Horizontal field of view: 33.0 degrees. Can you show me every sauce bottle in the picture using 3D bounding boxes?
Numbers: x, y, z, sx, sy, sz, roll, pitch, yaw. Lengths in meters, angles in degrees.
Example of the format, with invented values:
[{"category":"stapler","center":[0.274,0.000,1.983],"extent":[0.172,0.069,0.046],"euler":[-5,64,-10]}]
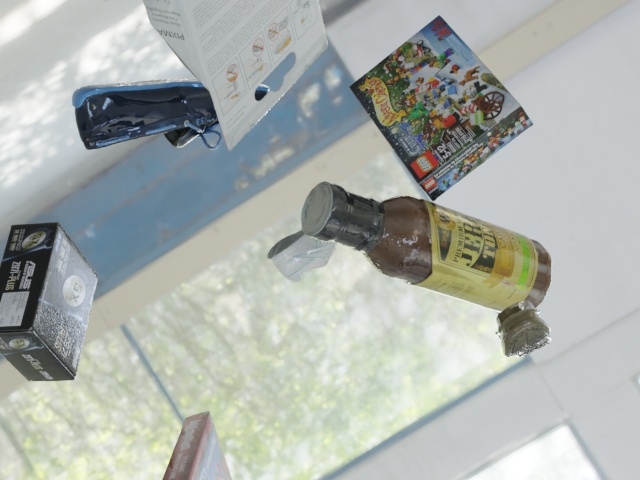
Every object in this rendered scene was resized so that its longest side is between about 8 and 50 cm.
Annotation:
[{"category":"sauce bottle","center":[0.136,0.009,1.357],"extent":[0.344,0.111,0.111],"euler":[16,149,-31]}]

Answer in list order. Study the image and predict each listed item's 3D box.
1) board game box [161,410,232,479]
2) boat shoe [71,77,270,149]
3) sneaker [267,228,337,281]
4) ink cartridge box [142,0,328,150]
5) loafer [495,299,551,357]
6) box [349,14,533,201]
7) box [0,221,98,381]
[{"category":"board game box","center":[-0.088,0.241,0.835],"extent":[0.027,0.145,0.281],"euler":[-15,-172,1]},{"category":"boat shoe","center":[-0.189,-0.161,1.382],"extent":[0.258,0.089,0.109],"euler":[-6,-167,-21]},{"category":"sneaker","center":[0.000,0.000,1.535],"extent":[0.152,0.061,0.054],"euler":[-35,-161,-4]},{"category":"ink cartridge box","center":[-0.080,-0.233,1.028],"extent":[0.189,0.066,0.232],"euler":[-50,150,-31]},{"category":"loafer","center":[0.206,0.090,1.123],"extent":[0.056,0.050,0.148],"euler":[-30,163,5]},{"category":"box","center":[0.152,-0.178,1.413],"extent":[0.159,0.233,0.044],"euler":[-38,135,8]},{"category":"box","center":[-0.393,0.088,1.531],"extent":[0.077,0.180,0.147],"euler":[-3,145,13]}]
